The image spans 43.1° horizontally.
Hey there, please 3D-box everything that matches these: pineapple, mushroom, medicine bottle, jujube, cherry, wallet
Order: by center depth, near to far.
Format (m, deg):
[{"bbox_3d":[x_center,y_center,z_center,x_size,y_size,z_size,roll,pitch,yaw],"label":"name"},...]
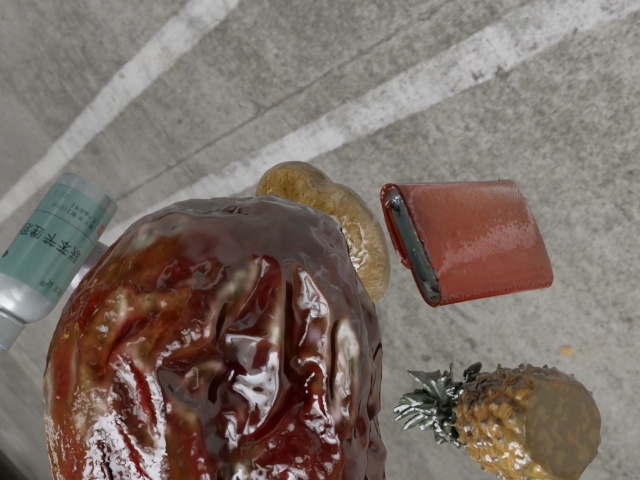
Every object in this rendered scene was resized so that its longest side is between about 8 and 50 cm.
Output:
[{"bbox_3d":[-0.076,0.154,0.640,0.276,0.276,0.377,2,99,47],"label":"jujube"},{"bbox_3d":[0.166,-0.002,0.895,0.045,0.204,0.142,-38,66,45],"label":"wallet"},{"bbox_3d":[0.227,0.250,1.148,0.169,0.169,0.340,54,154,-12],"label":"pineapple"},{"bbox_3d":[-0.451,0.059,1.260,0.110,0.352,0.110,23,157,11],"label":"medicine bottle"},{"bbox_3d":[0.000,0.000,1.304,0.278,0.146,0.278,33,140,34],"label":"mushroom"},{"bbox_3d":[-0.456,0.048,1.522,0.188,0.148,0.115,10,89,53],"label":"cherry"}]
